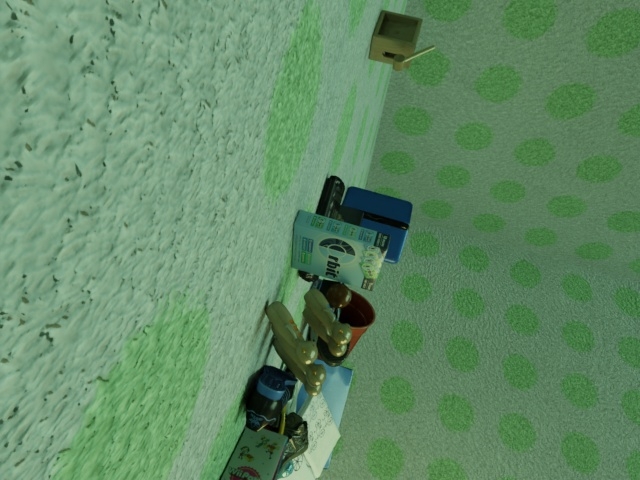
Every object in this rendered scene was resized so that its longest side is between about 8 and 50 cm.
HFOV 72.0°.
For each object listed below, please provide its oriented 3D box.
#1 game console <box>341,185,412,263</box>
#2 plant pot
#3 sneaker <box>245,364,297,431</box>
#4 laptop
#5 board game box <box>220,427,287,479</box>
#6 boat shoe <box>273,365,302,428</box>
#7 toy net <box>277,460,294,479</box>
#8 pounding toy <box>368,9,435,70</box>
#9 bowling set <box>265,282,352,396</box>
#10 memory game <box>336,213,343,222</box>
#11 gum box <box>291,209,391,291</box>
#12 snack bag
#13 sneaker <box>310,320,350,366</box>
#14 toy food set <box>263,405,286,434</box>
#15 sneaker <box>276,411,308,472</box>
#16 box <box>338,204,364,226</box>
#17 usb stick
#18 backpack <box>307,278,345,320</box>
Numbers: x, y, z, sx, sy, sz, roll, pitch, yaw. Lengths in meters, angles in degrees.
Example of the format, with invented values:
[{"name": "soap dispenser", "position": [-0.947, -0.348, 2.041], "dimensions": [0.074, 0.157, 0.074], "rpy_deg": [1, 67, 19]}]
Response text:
[{"name": "game console", "position": [0.220, -0.070, 1.863], "dimensions": [0.173, 0.292, 0.251], "rpy_deg": [-50, 155, -76]}, {"name": "plant pot", "position": [0.075, 0.395, 1.989], "dimensions": [0.272, 0.272, 0.265], "rpy_deg": [-64, 175, -61]}, {"name": "sneaker", "position": [-0.107, 0.322, 0.915], "dimensions": [0.091, 0.081, 0.232], "rpy_deg": [-64, 170, -6]}, {"name": "laptop", "position": [-0.033, 0.611, 1.546], "dimensions": [0.408, 0.236, 0.383], "rpy_deg": [85, 21, -74]}, {"name": "board game box", "position": [-0.164, 0.549, 0.839], "dimensions": [0.303, 0.097, 0.224], "rpy_deg": [-62, 167, -67]}, {"name": "boat shoe", "position": [-0.108, 0.458, 1.290], "dimensions": [0.081, 0.079, 0.228], "rpy_deg": [27, 81, -63]}, {"name": "toy net", "position": [-0.151, 0.676, 1.188], "dimensions": [0.232, 0.045, 0.122], "rpy_deg": [-8, 101, -51]}, {"name": "pounding toy", "position": [0.238, -0.555, 1.294], "dimensions": [0.094, 0.180, 0.206], "rpy_deg": [95, 12, -62]}, {"name": "bowling set", "position": [0.011, 0.184, 0.888], "dimensions": [0.199, 0.154, 0.287], "rpy_deg": [-34, 159, -15]}, {"name": "memory game", "position": [0.018, 0.011, 1.242], "dimensions": [0.186, 0.012, 0.186], "rpy_deg": [-58, -162, 32]}, {"name": "gum box", "position": [0.035, 0.025, 0.897], "dimensions": [0.157, 0.184, 0.041], "rpy_deg": [99, 9, -53]}, {"name": "snack bag", "position": [-0.053, 0.718, 1.487], "dimensions": [0.342, 0.037, 0.323], "rpy_deg": [-49, 135, -40]}, {"name": "sneaker", "position": [0.026, 0.377, 1.639], "dimensions": [0.331, 0.122, 0.147], "rpy_deg": [-108, -155, -63]}, {"name": "toy food set", "position": [-0.123, 0.439, 1.038], "dimensions": [0.128, 0.071, 0.218], "rpy_deg": [-132, -128, -87]}, {"name": "sneaker", "position": [-0.113, 0.550, 1.202], "dimensions": [0.227, 0.087, 0.131], "rpy_deg": [-11, 109, -50]}, {"name": "box", "position": [0.071, 0.005, 1.554], "dimensions": [0.153, 0.108, 0.207], "rpy_deg": [-67, 171, -46]}, {"name": "usb stick", "position": [0.005, -0.030, 1.125], "dimensions": [0.077, 0.045, 0.278], "rpy_deg": [39, 65, -59]}, {"name": "backpack", "position": [0.015, 0.240, 1.552], "dimensions": [0.158, 0.116, 0.174], "rpy_deg": [-65, 165, -63]}]
